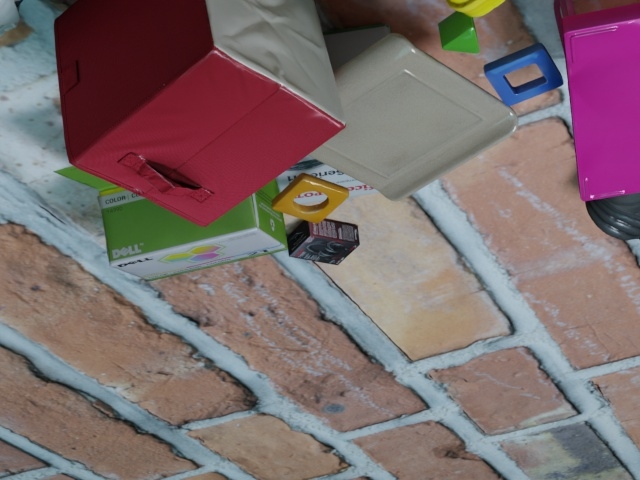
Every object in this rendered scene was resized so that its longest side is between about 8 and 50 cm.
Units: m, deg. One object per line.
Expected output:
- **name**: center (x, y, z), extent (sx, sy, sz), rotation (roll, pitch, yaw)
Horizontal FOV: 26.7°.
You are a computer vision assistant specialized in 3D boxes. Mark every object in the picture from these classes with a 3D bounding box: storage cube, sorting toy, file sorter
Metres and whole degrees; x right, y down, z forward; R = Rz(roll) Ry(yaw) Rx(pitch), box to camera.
- **storage cube**: center (-0.119, -0.162, 1.283), extent (0.193, 0.215, 0.184), rotation (-33, 141, 29)
- **sorting toy**: center (0.073, -0.127, 1.366), extent (0.348, 0.047, 0.196), rotation (-31, 139, 32)
- **file sorter**: center (0.334, -0.202, 1.314), extent (0.202, 0.182, 0.290), rotation (-10, 149, 9)

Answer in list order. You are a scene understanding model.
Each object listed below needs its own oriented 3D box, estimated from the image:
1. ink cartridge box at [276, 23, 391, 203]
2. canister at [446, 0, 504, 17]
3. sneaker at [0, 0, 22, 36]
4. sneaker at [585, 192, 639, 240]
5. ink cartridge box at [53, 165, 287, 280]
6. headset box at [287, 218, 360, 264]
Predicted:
- **ink cartridge box**: center (0.014, -0.132, 1.474), extent (0.153, 0.086, 0.208), rotation (-8, 150, 4)
- **canister**: center (0.089, -0.286, 1.182), extent (0.170, 0.126, 0.073), rotation (23, 140, -37)
- **sneaker**: center (-0.337, -0.212, 1.283), extent (0.095, 0.090, 0.235), rotation (2, 152, -33)
- **sneaker**: center (0.466, -0.055, 1.685), extent (0.296, 0.104, 0.147), rotation (10, 149, -15)
- **ink cartridge box**: center (-0.166, -0.034, 1.538), extent (0.189, 0.097, 0.255), rotation (-13, 168, 12)
- **headset box**: center (0.000, 0.000, 1.762), extent (0.083, 0.032, 0.062), rotation (10, 147, -28)
